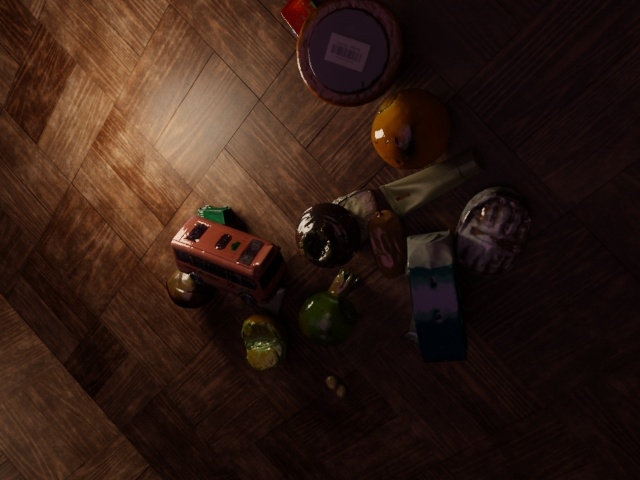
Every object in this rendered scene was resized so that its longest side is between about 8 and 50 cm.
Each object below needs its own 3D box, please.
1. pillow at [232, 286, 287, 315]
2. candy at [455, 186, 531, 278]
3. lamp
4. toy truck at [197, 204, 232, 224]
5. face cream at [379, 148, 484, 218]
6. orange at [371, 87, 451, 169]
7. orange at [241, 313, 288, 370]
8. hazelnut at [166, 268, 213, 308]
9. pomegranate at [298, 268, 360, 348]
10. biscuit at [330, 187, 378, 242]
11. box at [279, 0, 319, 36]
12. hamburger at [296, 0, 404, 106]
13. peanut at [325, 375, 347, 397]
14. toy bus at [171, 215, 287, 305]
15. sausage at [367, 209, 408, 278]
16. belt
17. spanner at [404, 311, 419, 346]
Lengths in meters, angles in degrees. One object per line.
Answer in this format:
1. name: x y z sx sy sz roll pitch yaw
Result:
1. pillow: -0.255 0.211 2.041 0.229 0.050 0.148 23 120 12
2. candy: 0.539 -0.020 1.541 0.214 0.157 0.290 16 116 9
3. lamp: 0.024 -0.014 1.694 0.246 0.247 0.247 8 111 22
4. toy truck: -0.430 -0.103 1.994 0.147 0.079 0.065 4 109 25
5. face cream: 0.365 -0.189 1.613 0.341 0.084 0.137 -26 105 36
6. orange: 0.277 -0.340 1.505 0.245 0.246 0.246 8 111 22
7. orange: -0.221 0.409 2.029 0.179 0.158 0.238 -8 104 27
8. hazelnut: -0.550 0.209 2.111 0.208 0.208 0.208 8 111 22
9. pomegranate: 0.040 0.251 1.841 0.235 0.236 0.302 19 91 18
10. biscuit: 0.109 -0.083 1.781 0.188 0.040 0.266 29 117 10
11. box: -0.041 -0.725 1.620 0.112 0.048 0.175 -38 90 29
12. hamburger: 0.096 -0.571 1.485 0.329 0.250 0.330 1 111 4
13. peanut: 0.068 0.606 2.029 0.113 0.054 0.054 43 119 9
14. toy bus: -0.351 0.071 1.907 0.426 0.203 0.233 19 143 18
15. sausage: 0.239 0.012 1.703 0.120 0.136 0.241 -13 97 40
16. belt: 0.380 0.185 1.589 0.172 0.300 0.437 -12 103 15
17. spanner: 0.359 0.257 1.797 0.071 0.017 0.302 13 113 19
